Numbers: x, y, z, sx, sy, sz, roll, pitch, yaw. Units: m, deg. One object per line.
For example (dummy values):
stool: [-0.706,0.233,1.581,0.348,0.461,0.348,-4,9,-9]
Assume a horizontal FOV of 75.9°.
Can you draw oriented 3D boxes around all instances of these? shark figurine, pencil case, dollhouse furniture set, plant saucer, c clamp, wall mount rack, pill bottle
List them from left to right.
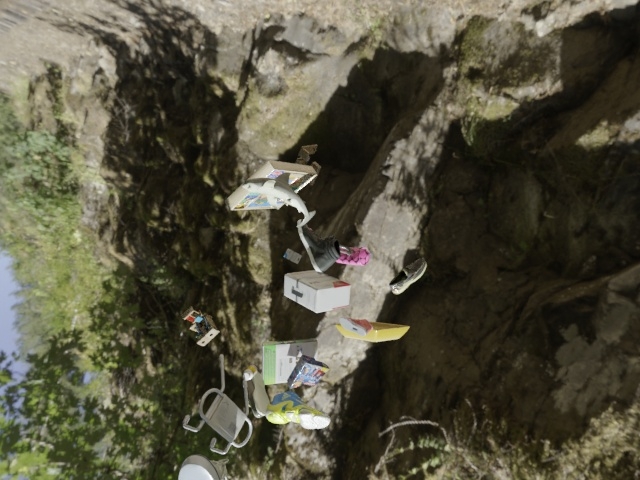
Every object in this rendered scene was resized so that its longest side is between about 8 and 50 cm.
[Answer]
dollhouse furniture set: [-0.693,0.485,2.307,0.129,0.129,0.184,47,179,37]
wall mount rack: [-0.383,0.652,1.638,0.130,0.304,0.350,1,134,32]
pill bottle: [-0.300,0.560,1.732,0.043,0.044,0.083,19,-175,8]
shark figurine: [-0.109,-0.166,1.389,0.278,0.116,0.166,30,150,-18]
dollhouse furniture set: [-0.037,-0.412,2.224,0.151,0.144,0.123,45,-140,21]
c clamp: [0.094,0.045,2.083,0.160,0.022,0.137,15,-162,-14]
pencil case: [0.165,0.078,2.169,0.095,0.098,0.209,-17,-169,-40]
plant saucer: [0.309,0.546,2.461,0.332,0.081,0.332,8,172,-43]

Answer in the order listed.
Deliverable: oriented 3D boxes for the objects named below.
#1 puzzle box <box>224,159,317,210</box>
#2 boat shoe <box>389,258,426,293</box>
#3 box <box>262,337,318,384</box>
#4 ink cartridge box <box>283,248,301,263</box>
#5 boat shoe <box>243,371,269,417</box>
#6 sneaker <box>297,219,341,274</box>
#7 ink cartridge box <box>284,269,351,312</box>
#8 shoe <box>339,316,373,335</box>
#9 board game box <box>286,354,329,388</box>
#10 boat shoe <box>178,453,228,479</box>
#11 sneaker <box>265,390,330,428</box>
puzzle box: [-0.202,-0.236,1.806,0.052,0.272,0.408,55,-156,10]
boat shoe: [0.428,0.167,2.012,0.073,0.223,0.080,48,177,-36]
box: [-0.175,0.691,2.354,0.321,0.233,0.058,0,-174,-18]
ink cartridge box: [-0.135,0.080,2.042,0.083,0.048,0.028,27,178,15]
boat shoe: [-0.330,0.783,2.065,0.109,0.091,0.305,46,-176,-26]
sneaker: [0.000,0.000,1.883,0.296,0.146,0.104,64,-170,29]
ink cartridge box: [-0.021,0.233,1.939,0.196,0.115,0.272,-4,-166,-37]
shoe: [0.191,0.447,2.184,0.177,0.064,0.081,20,-153,36]
board game box: [-0.083,0.735,2.257,0.194,0.194,0.060,31,-165,-39]
boat shoe: [-0.374,0.828,1.426,0.135,0.368,0.157,-8,-152,9]
sneaker: [-0.078,0.617,1.526,0.239,0.091,0.126,7,-151,3]
